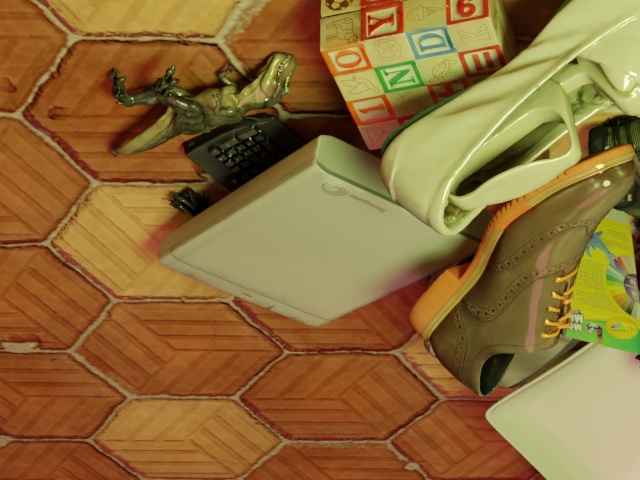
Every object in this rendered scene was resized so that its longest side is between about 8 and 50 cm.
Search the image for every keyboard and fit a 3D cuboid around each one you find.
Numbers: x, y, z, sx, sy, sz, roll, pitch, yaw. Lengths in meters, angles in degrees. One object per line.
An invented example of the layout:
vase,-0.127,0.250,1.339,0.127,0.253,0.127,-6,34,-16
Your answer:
keyboard,-0.049,-0.033,2.064,0.201,0.033,0.317,-21,140,29

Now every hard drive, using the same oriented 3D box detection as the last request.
hard drive,0.000,0.000,1.992,0.233,0.047,0.353,24,151,-25

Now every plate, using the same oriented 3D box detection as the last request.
plate,0.393,0.221,2.241,0.278,0.045,0.277,-36,114,18

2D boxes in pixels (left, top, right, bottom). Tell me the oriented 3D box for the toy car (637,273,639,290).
toy car,0.529,0.039,2.135,0.239,0.053,0.225,11,145,-14

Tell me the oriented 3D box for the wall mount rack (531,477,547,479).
wall mount rack,0.452,0.379,2.495,0.350,0.131,0.304,-11,174,17

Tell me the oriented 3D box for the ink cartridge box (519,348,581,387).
ink cartridge box,0.379,0.242,2.396,0.172,0.100,0.237,-12,144,14

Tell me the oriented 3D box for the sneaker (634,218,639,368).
sneaker,0.426,0.061,2.089,0.106,0.078,0.234,-6,113,-9

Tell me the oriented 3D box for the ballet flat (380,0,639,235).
ballet flat,0.240,-0.140,1.690,0.400,0.139,0.139,-37,136,10

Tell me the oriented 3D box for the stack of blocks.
stack of blocks,0.125,-0.154,1.828,0.171,0.087,0.297,-10,145,16

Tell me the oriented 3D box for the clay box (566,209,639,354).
clay box,0.287,0.030,1.976,0.127,0.222,0.053,15,144,-19

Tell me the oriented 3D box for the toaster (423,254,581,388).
toaster,0.223,0.081,2.139,0.146,0.129,0.227,19,145,-21

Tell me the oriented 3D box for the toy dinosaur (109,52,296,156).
toy dinosaur,-0.155,-0.143,1.879,0.268,0.064,0.118,-18,148,31

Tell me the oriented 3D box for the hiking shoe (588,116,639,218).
hiking shoe,0.350,-0.098,1.908,0.114,0.086,0.227,9,146,-18

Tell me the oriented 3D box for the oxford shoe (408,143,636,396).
oxford shoe,0.230,0.032,1.816,0.130,0.133,0.364,-21,159,-36
